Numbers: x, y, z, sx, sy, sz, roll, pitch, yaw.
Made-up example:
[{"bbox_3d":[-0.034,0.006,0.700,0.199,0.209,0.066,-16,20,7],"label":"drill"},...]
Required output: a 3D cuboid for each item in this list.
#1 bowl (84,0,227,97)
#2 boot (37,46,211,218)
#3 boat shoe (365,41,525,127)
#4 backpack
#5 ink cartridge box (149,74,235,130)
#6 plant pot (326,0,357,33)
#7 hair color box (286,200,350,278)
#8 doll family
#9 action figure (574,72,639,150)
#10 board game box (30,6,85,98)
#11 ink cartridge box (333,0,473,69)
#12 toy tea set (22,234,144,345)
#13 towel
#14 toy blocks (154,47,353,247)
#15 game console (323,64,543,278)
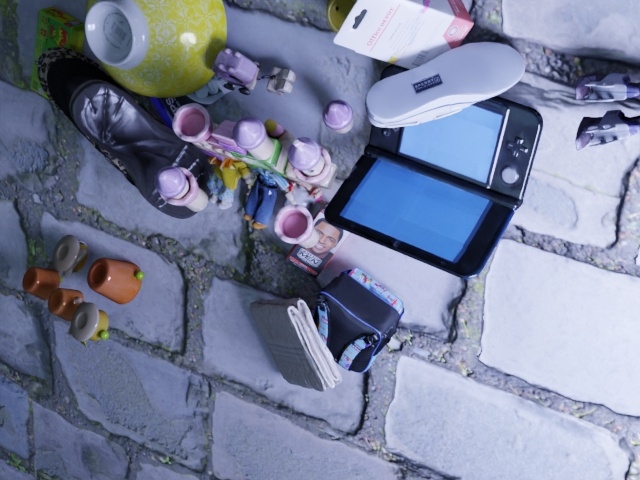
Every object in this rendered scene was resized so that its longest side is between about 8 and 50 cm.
[{"bbox_3d":[-0.329,-0.384,1.798,0.290,0.156,0.289,13,116,28],"label":"bowl"},{"bbox_3d":[-0.391,-0.217,1.963,0.138,0.377,0.284,-48,44,-1],"label":"boot"},{"bbox_3d":[0.194,-0.244,1.587,0.258,0.084,0.095,-13,78,-1],"label":"boat shoe"},{"bbox_3d":[0.062,0.159,1.878,0.158,0.117,0.173,36,143,15],"label":"backpack"},{"bbox_3d":[-0.290,-0.330,1.924,0.208,0.045,0.206,-27,96,40],"label":"ink cartridge box"},{"bbox_3d":[0.063,-0.378,1.639,0.134,0.095,0.134,14,118,27],"label":"plant pot"},{"bbox_3d":[0.000,0.000,1.880,0.072,0.043,0.141,32,127,-4],"label":"hair color box"},{"bbox_3d":[-0.124,-0.115,1.868,0.263,0.118,0.163,31,125,17],"label":"doll family"},{"bbox_3d":[0.516,-0.191,1.435,0.285,0.099,0.185,-1,106,30],"label":"action figure"},{"bbox_3d":[-0.544,-0.380,2.065,0.092,0.043,0.181,30,125,18],"label":"board game box"},{"bbox_3d":[0.122,-0.341,1.560,0.115,0.198,0.067,-55,36,37],"label":"ink cartridge box"},{"bbox_3d":[-0.525,0.104,2.240,0.336,0.124,0.200,27,91,42],"label":"toy tea set"},{"bbox_3d":[-0.050,0.198,1.940,0.187,0.049,0.282,65,160,-7],"label":"towel"},{"bbox_3d":[-0.110,-0.177,1.667,0.289,0.260,0.308,18,83,14],"label":"toy blocks"},{"bbox_3d":[0.180,-0.119,1.636,0.293,0.173,0.250,22,122,22],"label":"game console"}]
